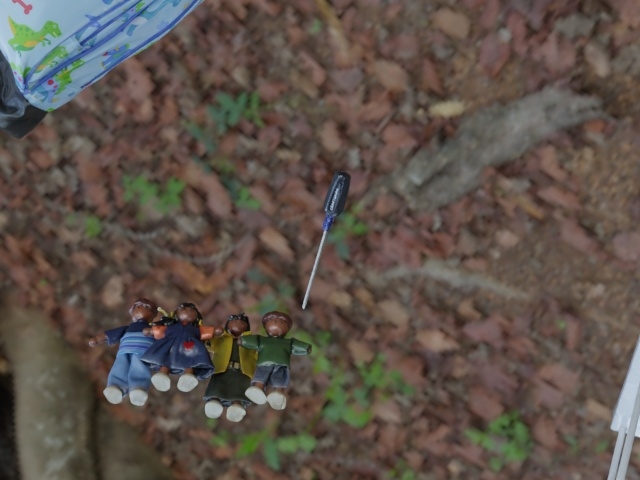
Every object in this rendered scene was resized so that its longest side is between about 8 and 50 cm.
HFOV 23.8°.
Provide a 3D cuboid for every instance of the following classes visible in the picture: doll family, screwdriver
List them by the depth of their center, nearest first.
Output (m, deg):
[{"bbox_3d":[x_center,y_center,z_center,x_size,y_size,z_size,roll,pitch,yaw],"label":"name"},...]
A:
[{"bbox_3d":[-0.108,0.097,1.346,0.193,0.111,0.076,12,139,-8],"label":"doll family"},{"bbox_3d":[0.000,0.000,1.713,0.025,0.024,0.170,15,108,-20],"label":"screwdriver"}]

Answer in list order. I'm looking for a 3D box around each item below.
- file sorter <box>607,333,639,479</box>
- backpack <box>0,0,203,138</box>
[{"bbox_3d":[0.388,0.221,1.319,0.278,0.173,0.193,13,152,10],"label":"file sorter"},{"bbox_3d":[-0.235,-0.314,1.544,0.273,0.356,0.290,100,145,-84],"label":"backpack"}]
